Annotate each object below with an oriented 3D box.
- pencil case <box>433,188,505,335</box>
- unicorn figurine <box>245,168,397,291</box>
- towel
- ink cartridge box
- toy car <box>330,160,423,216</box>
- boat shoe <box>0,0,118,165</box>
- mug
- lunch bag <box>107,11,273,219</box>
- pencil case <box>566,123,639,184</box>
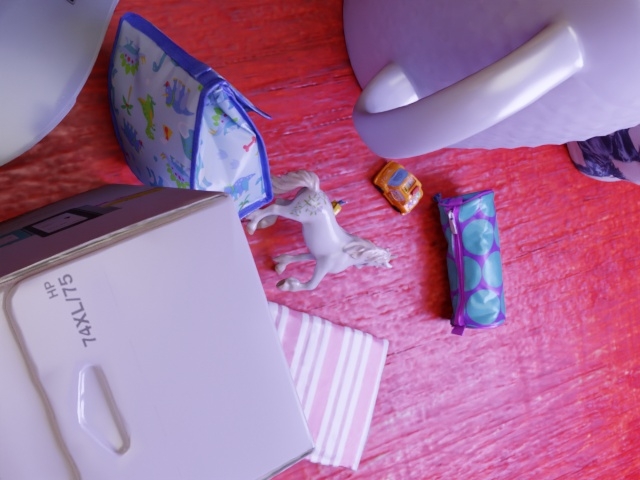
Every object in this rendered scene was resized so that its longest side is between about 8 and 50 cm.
[{"bbox_3d":[0.164,0.022,0.935,0.070,0.064,0.152,-17,102,-43],"label":"pencil case"},{"bbox_3d":[0.000,0.000,0.829,0.111,0.060,0.162,-22,129,11],"label":"unicorn figurine"},{"bbox_3d":[-0.025,0.145,0.864,0.197,0.029,0.144,20,82,-29],"label":"towel"},{"bbox_3d":[-0.171,0.082,0.635,0.197,0.270,0.198,-24,106,-25],"label":"ink cartridge box"},{"bbox_3d":[0.058,-0.036,0.885,0.122,0.040,0.060,-33,109,-23],"label":"toy car"},{"bbox_3d":[-0.227,-0.180,0.677,0.113,0.105,0.306,29,74,-24],"label":"boat shoe"},{"bbox_3d":[0.185,-0.195,0.776,0.374,0.328,0.276,-40,112,-20],"label":"mug"},{"bbox_3d":[-0.109,-0.099,0.703,0.096,0.129,0.151,-36,146,-22],"label":"lunch bag"},{"bbox_3d":[0.411,-0.135,0.880,0.183,0.410,0.160,-35,104,-9],"label":"pencil case"}]
